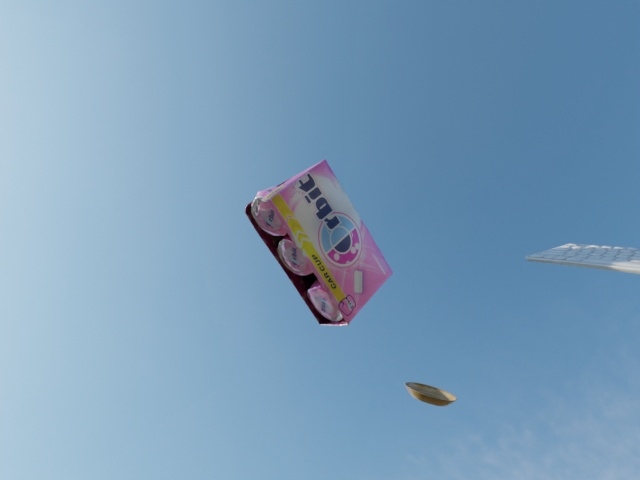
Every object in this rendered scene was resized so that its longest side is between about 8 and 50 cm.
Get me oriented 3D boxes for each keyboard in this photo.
[{"bbox_3d":[0.285,0.019,0.301,0.072,0.256,0.014,-5,-84,-26],"label":"keyboard"}]

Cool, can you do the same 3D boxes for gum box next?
[{"bbox_3d":[0.000,0.000,0.523,0.062,0.107,0.189,-16,-70,52],"label":"gum box"}]

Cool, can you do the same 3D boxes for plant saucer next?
[{"bbox_3d":[0.175,0.248,0.657,0.083,0.083,0.015,13,-95,-2],"label":"plant saucer"}]
